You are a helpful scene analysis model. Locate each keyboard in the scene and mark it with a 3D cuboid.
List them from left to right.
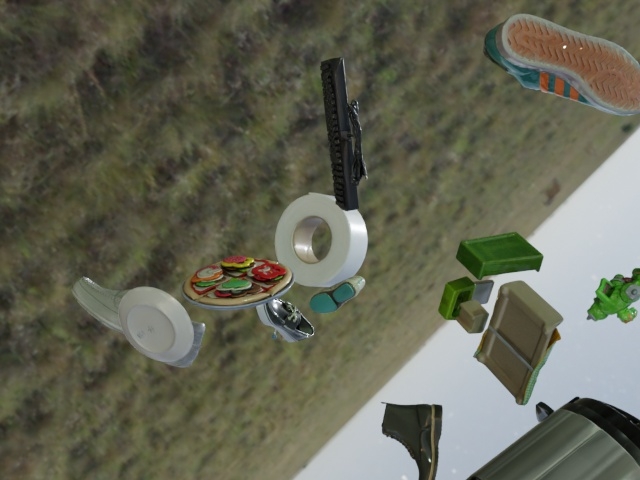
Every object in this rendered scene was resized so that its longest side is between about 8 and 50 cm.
[{"bbox_3d":[0.044,-0.217,1.759,0.033,0.317,0.201,-10,-170,-17],"label":"keyboard"}]

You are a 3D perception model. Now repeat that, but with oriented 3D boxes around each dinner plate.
[{"bbox_3d":[-0.273,0.141,1.389,0.141,0.141,0.017,-51,178,34],"label":"dinner plate"}]

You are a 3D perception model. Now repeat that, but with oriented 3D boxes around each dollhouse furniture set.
[{"bbox_3d":[0.391,0.149,1.676,0.151,0.301,0.197,-6,125,-27],"label":"dollhouse furniture set"}]

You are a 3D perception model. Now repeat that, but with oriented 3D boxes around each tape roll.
[{"bbox_3d":[0.000,0.000,2.594,0.286,0.286,0.100,-48,151,22],"label":"tape roll"}]

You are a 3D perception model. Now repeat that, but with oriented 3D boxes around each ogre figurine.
[{"bbox_3d":[0.608,0.107,1.717,0.118,0.097,0.197,-35,-168,-38],"label":"ogre figurine"}]

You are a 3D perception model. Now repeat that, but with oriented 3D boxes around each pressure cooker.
[{"bbox_3d":[0.540,0.528,1.697,0.420,0.370,0.375,-34,-178,-13],"label":"pressure cooker"}]

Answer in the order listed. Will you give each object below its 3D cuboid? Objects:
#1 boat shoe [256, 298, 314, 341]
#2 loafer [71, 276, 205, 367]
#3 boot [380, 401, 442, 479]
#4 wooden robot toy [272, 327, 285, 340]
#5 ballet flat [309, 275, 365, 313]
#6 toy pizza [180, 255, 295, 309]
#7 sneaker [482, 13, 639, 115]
[{"bbox_3d":[-0.083,0.179,2.048,0.070,0.077,0.219,-10,149,22],"label":"boat shoe"},{"bbox_3d":[-0.373,0.147,1.743,0.111,0.319,0.112,-62,161,-4],"label":"loafer"},{"bbox_3d":[0.191,0.452,1.855,0.077,0.137,0.198,81,16,-73],"label":"boot"},{"bbox_3d":[-0.114,0.201,2.371,0.076,0.173,0.079,-14,126,-8],"label":"wooden robot toy"},{"bbox_3d":[0.041,0.121,1.893,0.052,0.057,0.168,-36,-174,-41],"label":"ballet flat"},{"bbox_3d":[-0.146,0.066,1.491,0.201,0.201,0.032,-33,125,-50],"label":"toy pizza"},{"bbox_3d":[0.421,-0.300,1.464,0.108,0.302,0.121,-68,-167,-2],"label":"sneaker"}]
